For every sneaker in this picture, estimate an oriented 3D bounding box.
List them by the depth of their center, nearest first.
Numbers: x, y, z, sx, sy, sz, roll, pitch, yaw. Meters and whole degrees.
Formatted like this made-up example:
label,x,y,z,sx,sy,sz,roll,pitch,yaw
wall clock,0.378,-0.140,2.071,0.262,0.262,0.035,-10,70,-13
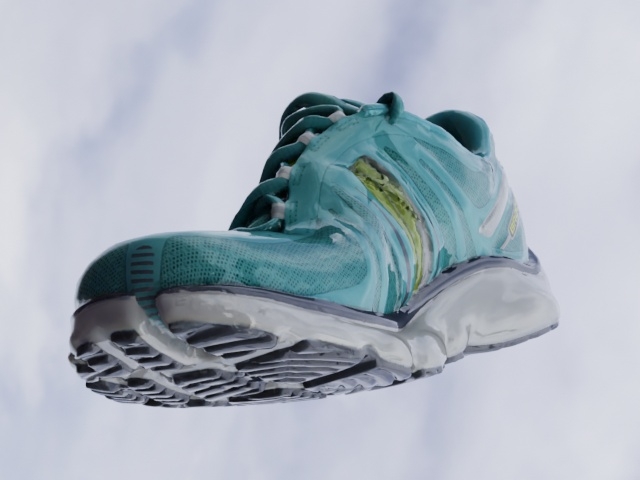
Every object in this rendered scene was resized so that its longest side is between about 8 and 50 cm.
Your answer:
label,x,y,z,sx,sy,sz,roll,pitch,yaw
sneaker,0.000,0.000,0.531,0.107,0.275,0.110,-10,-90,28
